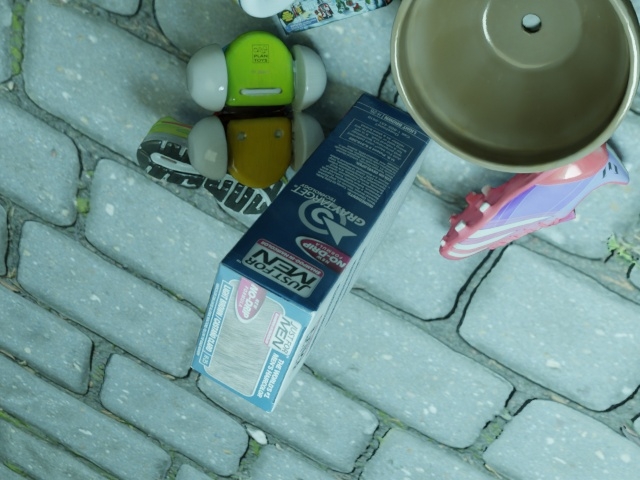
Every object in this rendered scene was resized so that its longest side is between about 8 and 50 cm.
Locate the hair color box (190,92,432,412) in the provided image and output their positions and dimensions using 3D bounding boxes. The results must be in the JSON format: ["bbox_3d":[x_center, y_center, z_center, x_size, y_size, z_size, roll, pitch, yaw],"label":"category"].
[{"bbox_3d":[0.000,0.000,0.948,0.105,0.347,0.173,28,134,7],"label":"hair color box"}]

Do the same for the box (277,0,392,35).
[{"bbox_3d":[0.003,-0.285,0.939,0.137,0.027,0.094,-8,120,35],"label":"box"}]

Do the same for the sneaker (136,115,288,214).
[{"bbox_3d":[-0.132,-0.108,1.130,0.209,0.094,0.081,23,126,-20],"label":"sneaker"}]

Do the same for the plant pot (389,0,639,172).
[{"bbox_3d":[0.197,-0.193,0.845,0.237,0.109,0.237,17,132,19],"label":"plant pot"}]

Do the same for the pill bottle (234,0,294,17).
[{"bbox_3d":[-0.095,-0.325,0.893,0.184,0.103,0.103,46,137,15],"label":"pill bottle"}]

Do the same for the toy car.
[{"bbox_3d":[-0.084,-0.159,1.025,0.136,0.159,0.181,-139,47,-62],"label":"toy car"}]

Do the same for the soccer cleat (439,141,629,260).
[{"bbox_3d":[0.231,-0.035,0.980,0.095,0.083,0.248,38,132,-9],"label":"soccer cleat"}]
